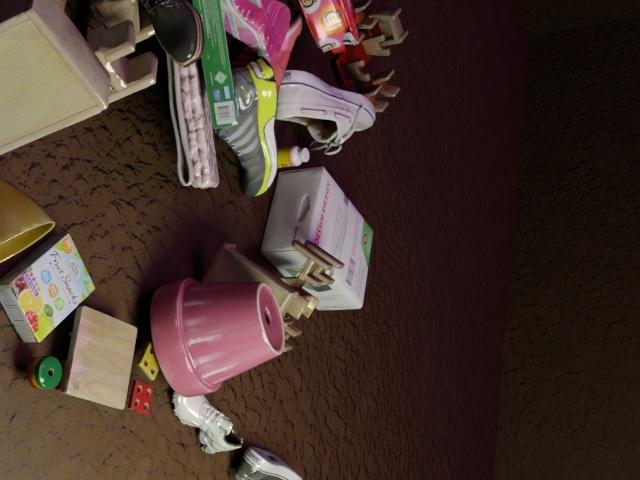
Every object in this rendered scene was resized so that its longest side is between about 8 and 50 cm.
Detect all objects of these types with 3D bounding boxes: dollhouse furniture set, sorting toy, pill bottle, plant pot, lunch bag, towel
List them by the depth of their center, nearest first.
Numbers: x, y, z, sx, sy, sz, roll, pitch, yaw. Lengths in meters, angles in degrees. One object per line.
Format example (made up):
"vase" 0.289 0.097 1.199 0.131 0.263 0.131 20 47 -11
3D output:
"plant pot" -0.431 -0.028 1.167 0.095 0.134 0.134 58 30 0
"dollhouse furniture set" -0.419 -0.301 1.188 0.394 0.256 0.362 -98 163 -44
"sorting toy" -0.343 0.184 1.374 0.274 0.046 0.132 36 54 -56
"plant pot" -0.166 0.153 1.528 0.201 0.180 0.201 -14 90 -77
"towel" -0.223 -0.251 1.528 0.317 0.053 0.332 -129 -147 -84
"dollhouse furniture set" -0.103 0.092 1.730 0.212 0.161 0.242 -58 164 9
"pill bottle" -0.068 -0.181 1.930 0.043 0.083 0.043 16 72 -61
"lunch bag" 0.006 -0.539 2.005 0.293 0.120 0.258 -96 165 -62
"dollhouse furniture set" 0.112 -0.501 2.330 0.259 0.135 0.262 -54 134 -37

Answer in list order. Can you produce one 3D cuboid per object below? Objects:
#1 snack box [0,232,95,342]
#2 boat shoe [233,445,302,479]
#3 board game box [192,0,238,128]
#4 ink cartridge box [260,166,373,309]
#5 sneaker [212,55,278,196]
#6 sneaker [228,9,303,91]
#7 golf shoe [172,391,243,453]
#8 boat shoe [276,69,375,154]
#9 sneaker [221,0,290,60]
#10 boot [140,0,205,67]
"snack box" -0.397 0.067 1.294 0.141 0.037 0.100 -54 133 -52
"boat shoe" -0.108 0.464 1.783 0.070 0.078 0.219 -52 147 -4
"board game box" -0.182 -0.367 1.453 0.213 0.046 0.317 -106 -171 -62
"ink cartridge box" 0.000 0.000 1.995 0.289 0.121 0.211 49 44 -49
"sneaker" -0.154 -0.212 1.731 0.111 0.121 0.300 -119 -156 -48
"sneaker" -0.121 -0.368 1.861 0.136 0.116 0.314 81 27 -43
"golf shoe" -0.197 0.315 1.603 0.176 0.086 0.069 60 38 -38
"boat shoe" 0.014 -0.268 2.050 0.367 0.136 0.156 13 75 -59
"sneaker" -0.139 -0.424 1.654 0.103 0.111 0.252 -64 155 -12
"boot" -0.247 -0.350 1.278 0.198 0.077 0.137 65 19 15
